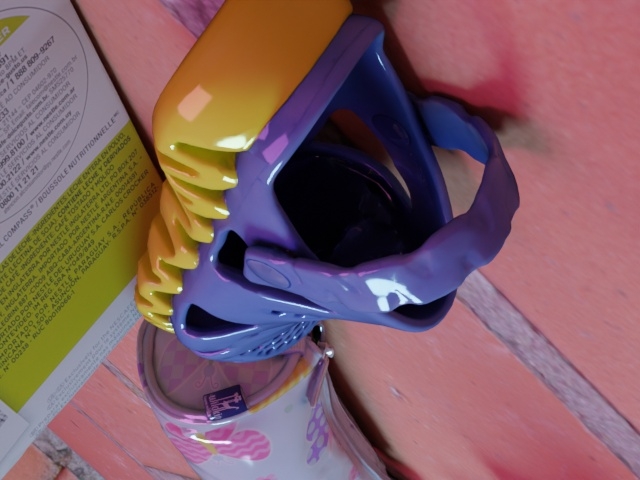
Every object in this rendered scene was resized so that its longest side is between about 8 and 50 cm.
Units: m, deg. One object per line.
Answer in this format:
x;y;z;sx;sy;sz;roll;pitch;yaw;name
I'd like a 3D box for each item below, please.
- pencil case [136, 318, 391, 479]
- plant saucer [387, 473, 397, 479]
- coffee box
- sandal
-0.033;0.126;1.102;0.273;0.124;0.113;68;-176;-55;pencil case
0.032;0.218;1.305;0.188;0.045;0.188;32;162;26;plant saucer
-0.337;-0.033;0.963;0.337;0.338;0.334;31;160;28;coffee box
0.000;0.000;0.708;0.138;0.126;0.317;34;164;6;sandal
